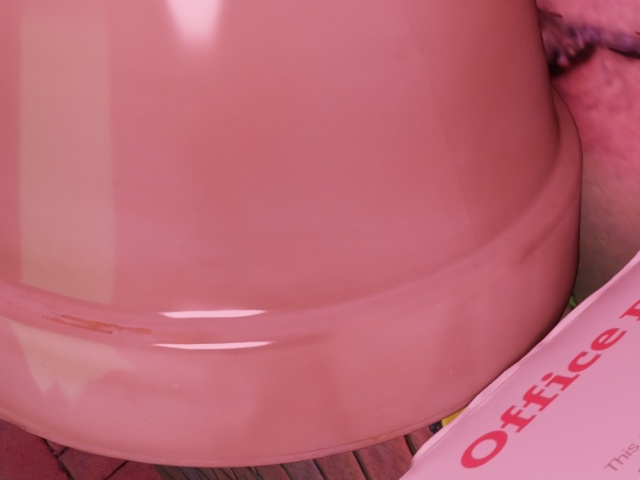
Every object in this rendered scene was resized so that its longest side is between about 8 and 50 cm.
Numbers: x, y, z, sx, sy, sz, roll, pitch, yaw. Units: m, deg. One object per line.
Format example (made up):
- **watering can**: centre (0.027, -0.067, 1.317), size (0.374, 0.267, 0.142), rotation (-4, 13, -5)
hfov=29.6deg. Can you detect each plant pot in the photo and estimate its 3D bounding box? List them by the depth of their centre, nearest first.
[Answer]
- **plant pot**: centre (-0.040, -0.113, 0.517), size (0.323, 0.323, 0.280), rotation (35, 139, 40)

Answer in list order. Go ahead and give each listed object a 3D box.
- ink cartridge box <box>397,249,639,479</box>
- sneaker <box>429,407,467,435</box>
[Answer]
- **ink cartridge box**: centre (0.199, 0.089, 0.381), size (0.131, 0.226, 0.306), rotation (58, 162, -16)
- **sneaker**: centre (0.091, 0.103, 0.945), size (0.209, 0.069, 0.082), rotation (38, -165, 9)
